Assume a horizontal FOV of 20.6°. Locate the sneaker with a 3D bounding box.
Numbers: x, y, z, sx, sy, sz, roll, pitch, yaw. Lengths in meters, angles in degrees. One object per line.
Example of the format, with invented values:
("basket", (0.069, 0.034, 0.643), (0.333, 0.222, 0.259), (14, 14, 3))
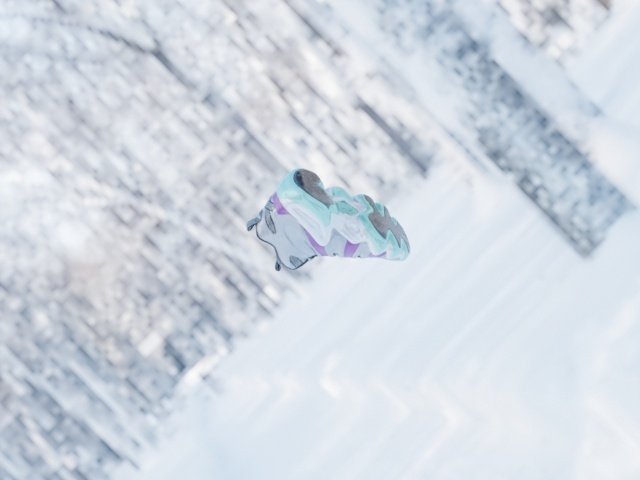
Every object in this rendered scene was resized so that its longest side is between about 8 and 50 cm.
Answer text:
("sneaker", (0.000, 0.000, 1.048), (0.069, 0.098, 0.038), (-43, 33, 29))
